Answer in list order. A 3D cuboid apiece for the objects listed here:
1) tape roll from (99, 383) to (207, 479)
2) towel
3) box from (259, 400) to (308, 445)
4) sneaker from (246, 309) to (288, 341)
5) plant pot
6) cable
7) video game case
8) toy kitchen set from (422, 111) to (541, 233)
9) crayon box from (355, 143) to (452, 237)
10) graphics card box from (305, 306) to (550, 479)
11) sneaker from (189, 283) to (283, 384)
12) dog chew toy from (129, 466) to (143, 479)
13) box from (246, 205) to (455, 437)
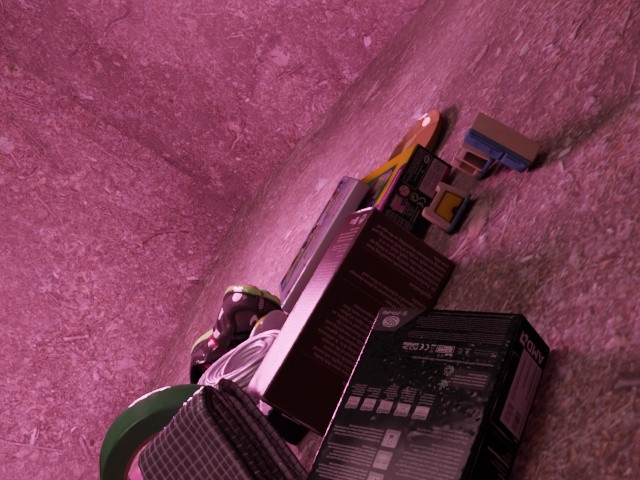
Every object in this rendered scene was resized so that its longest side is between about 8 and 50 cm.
[{"bbox_3d":[-0.272,0.443,1.542,0.321,0.321,0.077,-55,27,8],"label":"tape roll"},{"bbox_3d":[-0.168,0.416,1.343,0.235,0.283,0.121,-48,-18,26],"label":"towel"},{"bbox_3d":[-0.045,0.300,1.583,0.156,0.093,0.158,-53,15,14],"label":"box"},{"bbox_3d":[-0.170,0.289,2.057,0.240,0.091,0.126,-60,13,-10],"label":"sneaker"},{"bbox_3d":[0.233,-0.223,1.950,0.236,0.032,0.236,-51,14,18],"label":"plant pot"},{"bbox_3d":[-0.167,0.307,1.829,0.257,0.089,0.257,-35,12,-13],"label":"cable"},{"bbox_3d":[0.000,0.000,1.816,0.329,0.036,0.300,-60,7,3],"label":"video game case"},{"bbox_3d":[0.280,-0.101,1.397,0.166,0.122,0.207,-59,-7,-9],"label":"toy kitchen set"},{"bbox_3d":[0.109,-0.003,1.713,0.363,0.106,0.313,-61,11,-19],"label":"crayon box"},{"bbox_3d":[0.114,0.259,0.957,0.233,0.094,0.371,-3,52,45],"label":"graphics card box"},{"bbox_3d":[-0.241,0.295,2.177,0.483,0.185,0.202,123,162,-44],"label":"sneaker"},{"bbox_3d":[-0.305,0.526,1.776,0.206,0.206,0.332,-42,12,47],"label":"dog chew toy"},{"bbox_3d":[0.054,0.153,1.373,0.381,0.191,0.143,-59,13,-14],"label":"box"}]
